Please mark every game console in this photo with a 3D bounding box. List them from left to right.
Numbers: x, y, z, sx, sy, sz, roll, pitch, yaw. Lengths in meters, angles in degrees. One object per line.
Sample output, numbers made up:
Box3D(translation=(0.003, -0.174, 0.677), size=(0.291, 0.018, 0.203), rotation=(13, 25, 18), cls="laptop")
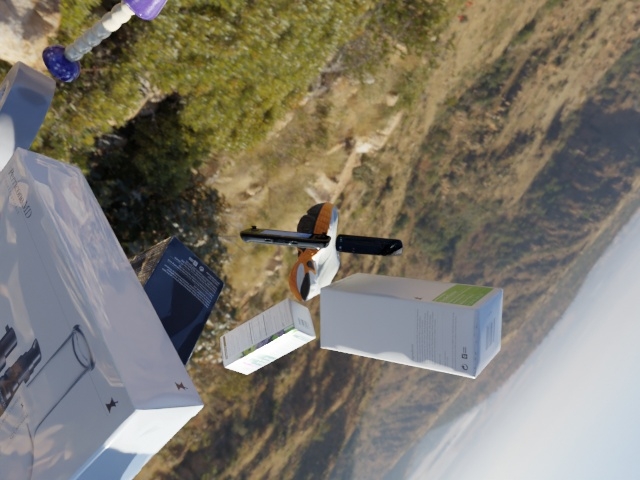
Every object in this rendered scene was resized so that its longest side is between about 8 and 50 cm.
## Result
Box3D(translation=(0.000, 0.000, 1.251), size=(0.213, 0.361, 0.044), rotation=(8, 87, -83), cls="game console")

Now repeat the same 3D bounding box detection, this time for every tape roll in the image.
Box3D(translation=(-0.602, -0.235, 1.106), size=(0.072, 0.219, 0.219), rotation=(28, 100, -36), cls="tape roll")

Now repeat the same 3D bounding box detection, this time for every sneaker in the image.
Box3D(translation=(0.003, 0.022, 1.424), size=(0.121, 0.099, 0.262), rotation=(-11, 126, -46), cls="sneaker")

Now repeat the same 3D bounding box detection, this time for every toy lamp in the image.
Box3D(translation=(-0.358, -0.366, 0.956), size=(0.274, 0.080, 0.080), rotation=(-25, 164, 25), cls="toy lamp")

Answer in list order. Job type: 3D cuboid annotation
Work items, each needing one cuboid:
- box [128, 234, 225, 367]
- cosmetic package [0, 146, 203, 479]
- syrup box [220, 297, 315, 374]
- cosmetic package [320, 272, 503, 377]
Box3D(translation=(-0.437, 0.201, 1.291), size=(0.179, 0.343, 0.312), rotation=(48, 39, -26), cls="box")
Box3D(translation=(-0.326, 0.122, 0.646), size=(0.284, 0.377, 0.097), rotation=(-46, 150, 13), cls="cosmetic package")
Box3D(translation=(-0.140, 0.252, 1.475), size=(0.237, 0.096, 0.093), rotation=(-32, 141, 20), cls="syrup box")
Box3D(translation=(0.199, 0.178, 1.277), size=(0.197, 0.365, 0.155), rotation=(-17, 109, -57), cls="cosmetic package")
